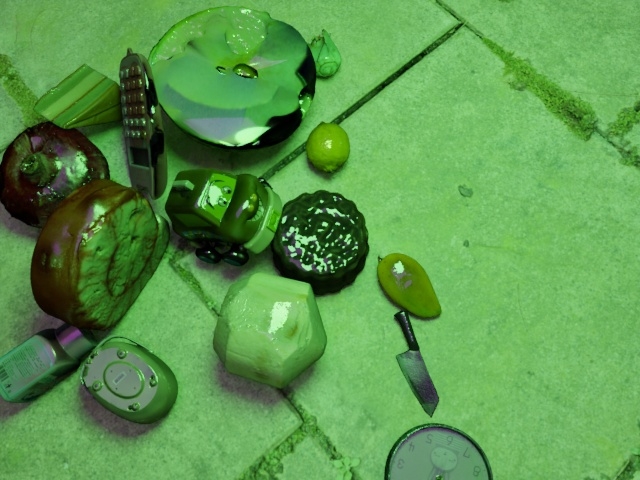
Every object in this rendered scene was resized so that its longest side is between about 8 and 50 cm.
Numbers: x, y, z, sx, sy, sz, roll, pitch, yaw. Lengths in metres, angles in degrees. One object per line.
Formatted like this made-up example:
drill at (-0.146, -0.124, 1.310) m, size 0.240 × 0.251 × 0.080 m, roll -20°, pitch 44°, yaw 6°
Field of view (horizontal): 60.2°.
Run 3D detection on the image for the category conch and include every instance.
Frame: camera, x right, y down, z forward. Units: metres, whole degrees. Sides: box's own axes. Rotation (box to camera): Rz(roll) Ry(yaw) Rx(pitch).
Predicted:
conch at (-0.004, -0.491, 1.446) m, size 0.105 × 0.079 × 0.170 m, roll -6°, pitch 54°, yaw -7°

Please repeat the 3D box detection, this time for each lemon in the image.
lemon at (0.018, -0.222, 1.323) m, size 0.109 × 0.109 × 0.133 m, roll -6°, pitch 77°, yaw -1°

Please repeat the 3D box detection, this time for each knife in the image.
knife at (0.199, 0.265, 1.188) m, size 0.060 × 0.028 × 0.230 m, roll -22°, pitch 73°, yaw 6°

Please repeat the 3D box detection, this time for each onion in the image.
onion at (-0.614, -0.153, 1.253) m, size 0.252 × 0.219 × 0.252 m, roll 0°, pitch 80°, yaw 1°

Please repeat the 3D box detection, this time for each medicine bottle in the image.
medicine bottle at (-0.571, 0.248, 1.155) m, size 0.188 × 0.119 × 0.094 m, roll -36°, pitch 78°, yaw -11°

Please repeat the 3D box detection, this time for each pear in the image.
pear at (-0.207, -0.362, 1.337) m, size 0.398 × 0.165 × 0.399 m, roll 4°, pitch 69°, yaw -10°

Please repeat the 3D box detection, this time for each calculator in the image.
calculator at (-0.405, -0.264, 1.251) m, size 0.048 × 0.220 × 0.330 m, roll -12°, pitch 107°, yaw -31°

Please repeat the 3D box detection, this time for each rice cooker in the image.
rice cooker at (-0.393, 0.287, 1.135) m, size 0.206 × 0.127 × 0.145 m, roll 34°, pitch 73°, yaw 4°

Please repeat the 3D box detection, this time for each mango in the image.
mango at (0.196, 0.099, 1.228) m, size 0.101 × 0.066 × 0.187 m, roll -37°, pitch 80°, yaw -11°

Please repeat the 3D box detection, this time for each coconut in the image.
coconut at (-0.093, 0.181, 1.126) m, size 0.241 × 0.241 × 0.241 m, roll 0°, pitch 70°, yaw 1°

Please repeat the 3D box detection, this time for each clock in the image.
clock at (0.235, 0.475, 1.097) m, size 0.215 × 0.042 × 0.215 m, roll 0°, pitch 70°, yaw 1°

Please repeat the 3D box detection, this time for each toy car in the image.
toy car at (-0.229, -0.072, 1.188) m, size 0.248 × 0.198 × 0.204 m, roll 3°, pitch 66°, yaw 36°

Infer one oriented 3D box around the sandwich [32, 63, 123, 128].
sandwich at (-0.567, -0.309, 1.333) m, size 0.117 × 0.144 × 0.187 m, roll 31°, pitch 64°, yaw 13°

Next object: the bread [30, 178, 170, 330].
bread at (-0.439, 0.034, 1.122) m, size 0.114 × 0.328 × 0.295 m, roll 23°, pitch 75°, yaw 7°

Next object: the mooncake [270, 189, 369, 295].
mooncake at (0.000, 0.000, 1.234) m, size 0.228 × 0.124 × 0.228 m, roll 0°, pitch 69°, yaw 0°
